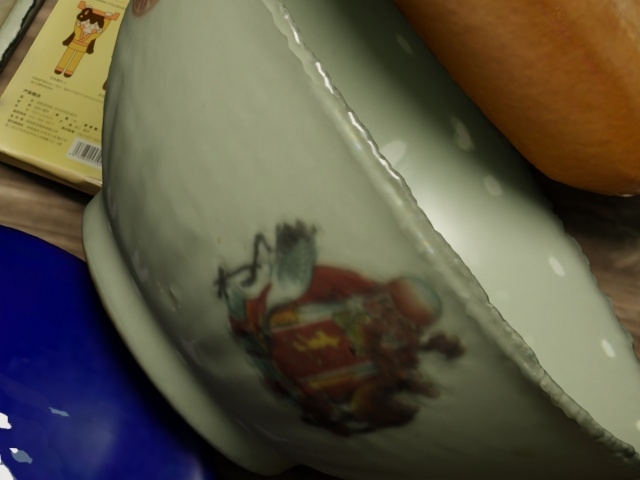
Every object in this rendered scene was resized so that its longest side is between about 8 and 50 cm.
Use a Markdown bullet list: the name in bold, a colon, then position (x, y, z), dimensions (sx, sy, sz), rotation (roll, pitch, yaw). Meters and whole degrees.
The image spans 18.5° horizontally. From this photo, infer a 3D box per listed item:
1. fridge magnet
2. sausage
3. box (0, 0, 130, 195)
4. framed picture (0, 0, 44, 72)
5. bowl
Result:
- **fridge magnet**: position (-0.175, 0.114, 0.845), dimensions (0.265, 0.113, 0.265), rotation (4, 67, -10)
- **sausage**: position (0.088, -0.121, 0.910), dimensions (0.274, 0.105, 0.105), rotation (47, 61, -32)
- **box**: position (-0.105, -0.093, 0.984), dimensions (0.073, 0.020, 0.149), rotation (21, 66, 14)
- **framed picture**: position (-0.260, -0.117, 0.972), dimensions (0.211, 0.020, 0.289), rotation (26, 65, 0)
- **bowl**: position (0.000, 0.000, 0.866), dimensions (0.157, 0.337, 0.337), rotation (-35, 76, 13)
